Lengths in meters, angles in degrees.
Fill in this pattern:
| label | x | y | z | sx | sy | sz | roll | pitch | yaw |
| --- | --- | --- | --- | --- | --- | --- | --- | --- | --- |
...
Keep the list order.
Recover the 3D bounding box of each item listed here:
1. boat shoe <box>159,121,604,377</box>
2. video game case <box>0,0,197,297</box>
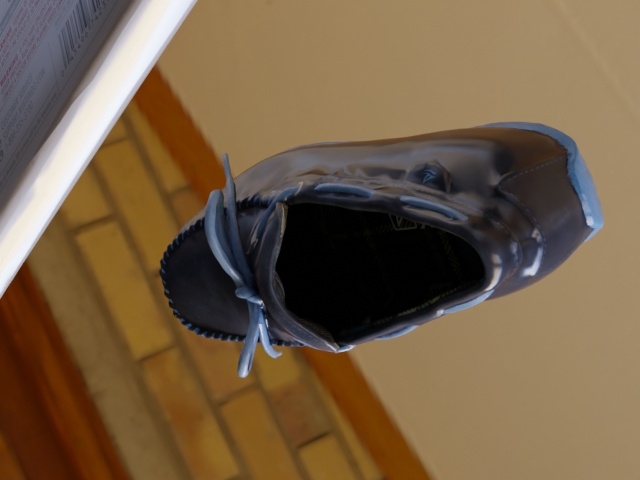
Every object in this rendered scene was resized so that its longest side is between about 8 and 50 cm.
| label | x | y | z | sx | sy | sz | roll | pitch | yaw |
| --- | --- | --- | --- | --- | --- | --- | --- | --- | --- |
| boat shoe | 0.000 | 0.000 | 0.700 | 0.258 | 0.089 | 0.109 | -23 | -81 | 48 |
| video game case | -0.109 | -0.104 | 0.577 | 0.212 | 0.023 | 0.193 | -50 | -135 | 39 |
